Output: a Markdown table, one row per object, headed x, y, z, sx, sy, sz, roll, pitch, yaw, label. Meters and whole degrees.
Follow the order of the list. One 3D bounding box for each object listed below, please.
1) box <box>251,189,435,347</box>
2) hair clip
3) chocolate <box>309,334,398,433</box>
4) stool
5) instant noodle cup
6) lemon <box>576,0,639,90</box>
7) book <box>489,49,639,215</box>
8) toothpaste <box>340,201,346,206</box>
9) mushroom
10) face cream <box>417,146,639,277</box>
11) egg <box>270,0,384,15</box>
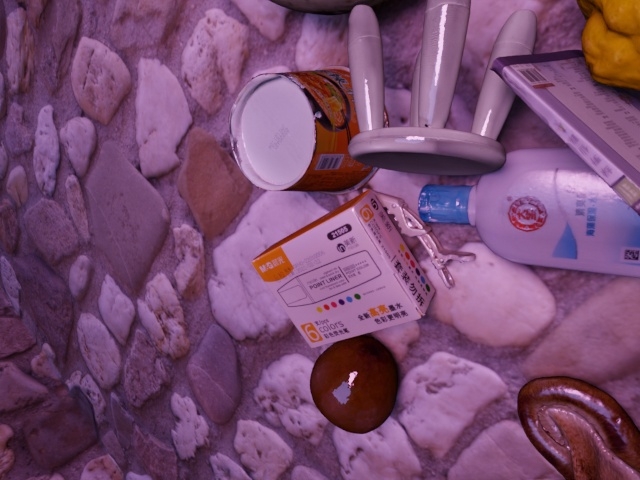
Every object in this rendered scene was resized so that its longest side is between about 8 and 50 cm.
| x | y | z | sx | sy | sz | roll | pitch | yaw | label |
| --- | --- | --- | --- | --- | --- | --- | --- | --- | --- |
| 0.032 | 0.065 | 0.735 | 0.273 | 0.091 | 0.221 | -29 | 99 | 40 | box |
| 0.161 | -0.024 | 0.686 | 0.226 | 0.034 | 0.072 | 49 | 124 | 14 | hair clip |
| 0.067 | 0.259 | 0.756 | 0.176 | 0.176 | 0.177 | 10 | 108 | 32 | chocolate |
| 0.144 | -0.192 | 0.518 | 0.195 | 0.195 | 0.199 | 14 | 97 | 54 | stool |
| -0.028 | -0.178 | 0.683 | 0.230 | 0.182 | 0.231 | 11 | 110 | 33 | instant noodle cup |
| 0.385 | -0.262 | 0.324 | 0.315 | 0.285 | 0.286 | -7 | 99 | 30 | lemon |
| 0.295 | -0.112 | 0.412 | 0.231 | 0.157 | 0.026 | 59 | 151 | 25 | book |
| 0.000 | 0.000 | 0.808 | 0.190 | 0.031 | 0.048 | -42 | 75 | 33 | toothpaste |
| 0.351 | 0.307 | 0.531 | 0.227 | 0.217 | 0.148 | 44 | 124 | 17 | mushroom |
| 0.298 | -0.044 | 0.552 | 0.336 | 0.080 | 0.163 | 8 | 109 | 37 | face cream |
| 0.004 | -0.448 | 0.523 | 0.379 | 0.287 | 0.288 | 12 | 110 | 44 | egg |
